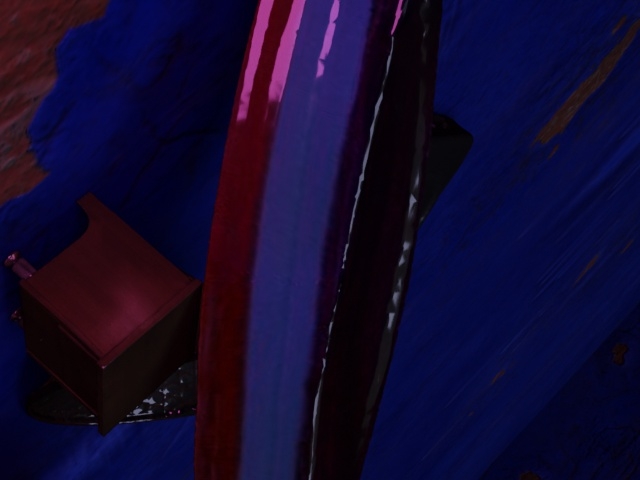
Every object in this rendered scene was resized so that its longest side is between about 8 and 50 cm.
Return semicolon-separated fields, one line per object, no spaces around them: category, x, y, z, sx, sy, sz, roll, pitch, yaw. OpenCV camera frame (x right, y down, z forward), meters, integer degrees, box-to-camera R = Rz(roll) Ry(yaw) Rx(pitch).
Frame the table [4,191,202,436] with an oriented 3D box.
table;-0.116;0.037;0.807;0.070;0.082;0.083;-42;162;-26

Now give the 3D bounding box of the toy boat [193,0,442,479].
toy boat;0.000;0.000;0.806;0.136;0.079;0.392;-20;127;-49

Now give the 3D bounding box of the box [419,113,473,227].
box;0.036;-0.008;1.190;0.201;0.042;0.212;-56;164;15

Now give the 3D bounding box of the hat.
hat;-0.089;0.056;0.950;0.193;0.082;0.193;-9;164;-3
